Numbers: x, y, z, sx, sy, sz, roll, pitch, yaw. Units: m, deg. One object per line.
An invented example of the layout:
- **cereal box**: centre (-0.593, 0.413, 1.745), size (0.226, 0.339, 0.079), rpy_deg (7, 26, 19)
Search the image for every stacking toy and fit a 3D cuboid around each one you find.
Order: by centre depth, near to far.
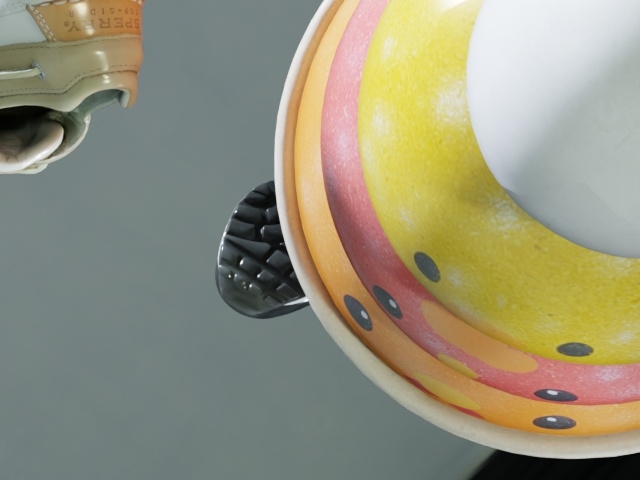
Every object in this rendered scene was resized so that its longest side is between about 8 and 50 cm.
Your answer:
- **stacking toy**: centre (0.116, -0.054, 0.591), size (0.350, 0.350, 0.480), rpy_deg (47, 5, 8)

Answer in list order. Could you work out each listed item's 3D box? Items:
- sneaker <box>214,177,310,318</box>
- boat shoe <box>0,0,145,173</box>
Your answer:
- **sneaker**: centre (0.000, 0.000, 1.077), size (0.107, 0.124, 0.283), rpy_deg (31, 41, 9)
- **boat shoe**: centre (-0.195, -0.087, 0.760), size (0.113, 0.302, 0.103), rpy_deg (-12, 84, -34)
